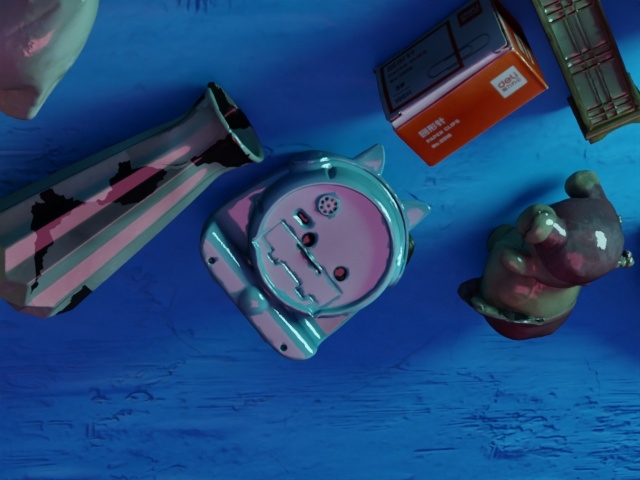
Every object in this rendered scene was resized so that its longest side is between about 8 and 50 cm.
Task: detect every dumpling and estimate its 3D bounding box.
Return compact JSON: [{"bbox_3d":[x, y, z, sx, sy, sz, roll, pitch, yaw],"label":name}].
[{"bbox_3d":[-0.340,-0.264,1.801,0.179,0.131,0.252,33,115,2],"label":"dumpling"}]

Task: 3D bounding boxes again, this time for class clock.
[{"bbox_3d":[0.000,0.000,2.074,0.274,0.094,0.223,-38,105,11],"label":"clock"}]

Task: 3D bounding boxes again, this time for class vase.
[{"bbox_3d":[-0.247,-0.049,1.996,0.360,0.165,0.165,-32,130,12],"label":"vase"}]

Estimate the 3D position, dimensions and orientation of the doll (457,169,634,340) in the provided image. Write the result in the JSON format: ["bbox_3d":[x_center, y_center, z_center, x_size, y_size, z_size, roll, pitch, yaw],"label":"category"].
[{"bbox_3d":[0.292,0.032,2.175,0.196,0.152,0.256,0,144,-25],"label":"doll"}]

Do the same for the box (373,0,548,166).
[{"bbox_3d":[0.162,-0.196,1.951,0.182,0.133,0.099,-33,128,20],"label":"box"}]

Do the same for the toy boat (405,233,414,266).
[{"bbox_3d":[0.034,0.030,2.167,0.185,0.075,0.077,-7,143,0],"label":"toy boat"}]

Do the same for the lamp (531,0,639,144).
[{"bbox_3d":[0.303,-0.263,1.951,0.090,0.089,0.325,-24,133,9],"label":"lamp"}]
